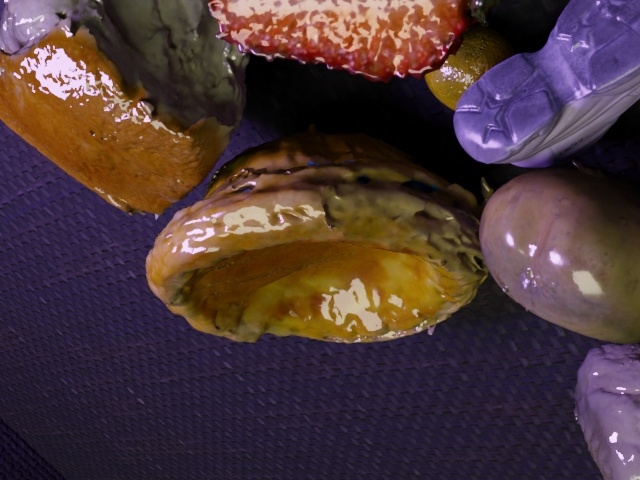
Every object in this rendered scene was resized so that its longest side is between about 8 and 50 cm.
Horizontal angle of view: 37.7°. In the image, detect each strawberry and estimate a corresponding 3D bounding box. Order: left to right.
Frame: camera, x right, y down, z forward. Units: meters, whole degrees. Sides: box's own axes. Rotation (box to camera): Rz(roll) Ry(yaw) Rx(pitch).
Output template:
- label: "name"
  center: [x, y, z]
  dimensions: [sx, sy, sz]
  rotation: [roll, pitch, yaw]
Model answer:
- label: "strawberry"
  center: [0.050, -0.234, 0.800]
  dimensions: [0.286, 0.106, 0.188]
  rotation: [-6, 112, 17]

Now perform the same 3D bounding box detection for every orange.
- label: "orange"
  center: [0.136, -0.160, 0.865]
  dimensions: [0.095, 0.085, 0.085]
  rotation: [33, 146, 27]

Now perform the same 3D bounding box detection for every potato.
- label: "potato"
  center: [0.258, 0.012, 0.861]
  dimensions: [0.191, 0.141, 0.296]
  rotation: [28, -173, 31]

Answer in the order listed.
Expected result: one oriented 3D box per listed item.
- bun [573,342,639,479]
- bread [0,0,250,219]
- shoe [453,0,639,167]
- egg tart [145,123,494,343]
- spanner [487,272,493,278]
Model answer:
- label: "bun"
  center: [0.399, 0.225, 0.974]
  dimensions: [0.204, 0.281, 0.282]
  rotation: [-28, 118, 8]
- label: "bread"
  center: [-0.209, -0.194, 0.972]
  dimensions: [0.279, 0.225, 0.250]
  rotation: [32, 151, -12]
- label: "shoe"
  center: [0.239, -0.144, 0.796]
  dimensions: [0.245, 0.137, 0.095]
  rotation: [-39, 66, 27]
- label: "egg tart"
  center: [0.000, 0.000, 1.014]
  dimensions: [0.387, 0.169, 0.388]
  rotation: [-5, 154, -2]
- label: "spanner"
  center: [0.289, 0.051, 1.040]
  dimensions: [0.315, 0.024, 0.087]
  rotation: [19, 142, 18]
